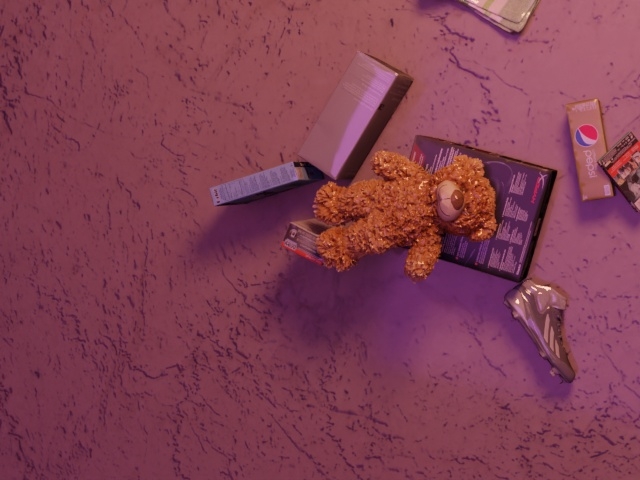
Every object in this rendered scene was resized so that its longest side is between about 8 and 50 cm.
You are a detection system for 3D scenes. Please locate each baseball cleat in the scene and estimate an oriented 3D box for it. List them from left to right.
[{"bbox_3d":[0.434,0.164,1.834,0.109,0.072,0.206,-36,90,4],"label":"baseball cleat"}]

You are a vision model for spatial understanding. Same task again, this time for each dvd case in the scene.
[{"bbox_3d":[0.561,-0.123,1.761,0.087,0.013,0.119,-43,97,-12],"label":"dvd case"}]

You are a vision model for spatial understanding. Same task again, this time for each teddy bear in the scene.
[{"bbox_3d":[0.140,-0.051,1.761,0.338,0.113,0.245,6,71,23],"label":"teddy bear"}]

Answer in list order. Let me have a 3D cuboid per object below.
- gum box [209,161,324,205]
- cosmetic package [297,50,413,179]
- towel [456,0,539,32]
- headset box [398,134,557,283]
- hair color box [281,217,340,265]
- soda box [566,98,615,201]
[{"bbox_3d":[-0.104,-0.113,1.958,0.184,0.157,0.041,-15,89,19],"label":"gum box"},{"bbox_3d":[0.067,-0.239,1.906,0.107,0.127,0.238,32,105,14],"label":"cosmetic package"},{"bbox_3d":[0.293,-0.567,1.851,0.325,0.038,0.247,31,102,15],"label":"towel"},{"bbox_3d":[0.271,-0.067,1.853,0.293,0.110,0.218,16,99,18],"label":"headset box"},{"bbox_3d":[0.000,0.000,1.923,0.093,0.167,0.053,27,102,16],"label":"hair color box"},{"bbox_3d":[0.494,-0.164,1.793,0.058,0.061,0.181,-9,91,20],"label":"soda box"}]
